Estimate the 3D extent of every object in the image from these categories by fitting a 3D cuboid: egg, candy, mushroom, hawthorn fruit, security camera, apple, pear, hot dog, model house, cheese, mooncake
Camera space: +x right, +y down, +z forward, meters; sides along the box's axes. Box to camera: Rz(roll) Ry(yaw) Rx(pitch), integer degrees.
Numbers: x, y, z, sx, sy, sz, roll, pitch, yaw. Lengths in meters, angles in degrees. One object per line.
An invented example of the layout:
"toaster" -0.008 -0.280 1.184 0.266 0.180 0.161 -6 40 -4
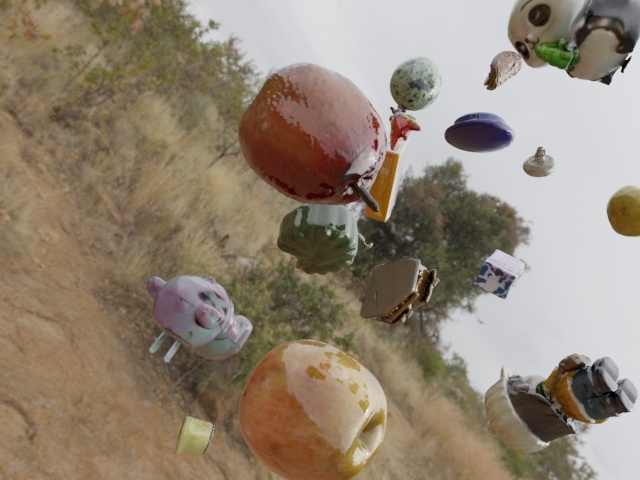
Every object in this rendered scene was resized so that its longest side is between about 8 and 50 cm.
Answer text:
"egg" 0.252 -0.412 1.355 0.132 0.172 0.132 19 -45 19
"candy" 0.456 0.085 1.314 0.092 0.073 0.160 29 23 22
"mushroom" 0.584 -0.211 1.385 0.085 0.085 0.079 -125 -159 -50
"hawthorn fruit" 0.006 -0.187 1.087 0.369 0.285 0.285 51 0 20
"security camera" 0.185 0.004 2.337 0.092 0.058 0.058 43 3 -8
"apple" -0.009 0.469 1.415 0.346 0.391 0.391 8 -28 33
"pear" 1.220 -0.109 2.016 0.209 0.209 0.209 53 1 -1
"hot dog" 0.532 -0.500 1.536 0.065 0.147 0.099 43 -24 23
"model house" 0.269 0.178 1.698 0.220 0.199 0.229 -3 -19 39
"cheese" -0.239 0.379 0.972 0.060 0.084 0.041 20 15 -12
"mooncake" 0.000 0.000 2.202 0.351 0.351 0.187 53 29 -40

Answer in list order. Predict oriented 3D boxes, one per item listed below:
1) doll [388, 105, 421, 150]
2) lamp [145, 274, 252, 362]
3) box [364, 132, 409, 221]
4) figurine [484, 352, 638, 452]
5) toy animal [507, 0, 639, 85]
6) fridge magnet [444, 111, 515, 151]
"doll" 0.244 -0.354 1.568 0.057 0.109 0.169 35 35 -31
"lamp" -0.340 0.227 1.406 0.247 0.247 0.301 27 -21 27
"box" 0.245 -0.234 1.911 0.091 0.274 0.221 15 29 12
"figurine" 0.521 0.377 1.185 0.185 0.204 0.332 52 -30 1
"toy animal" 0.541 -0.457 1.119 0.267 0.212 0.212 16 -6 10
"fridge magnet" 0.616 -0.414 2.019 0.265 0.265 0.112 51 46 -72
